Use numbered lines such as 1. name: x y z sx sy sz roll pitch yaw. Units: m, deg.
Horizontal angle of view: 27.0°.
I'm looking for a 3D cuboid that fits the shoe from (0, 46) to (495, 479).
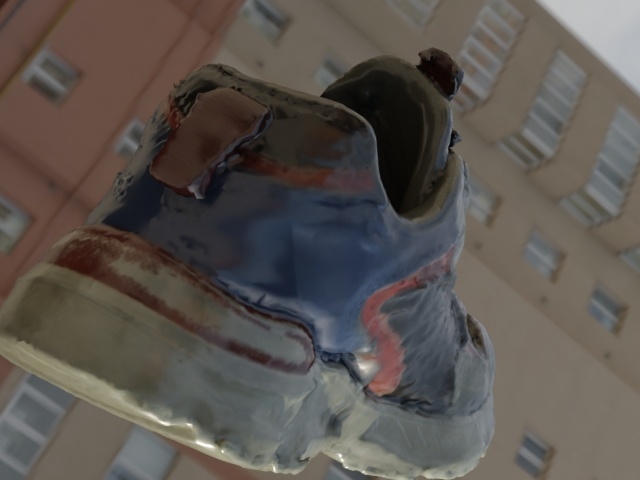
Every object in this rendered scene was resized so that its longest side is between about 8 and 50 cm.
1. shoe: 0.000 0.000 0.402 0.227 0.099 0.125 16 92 -64
